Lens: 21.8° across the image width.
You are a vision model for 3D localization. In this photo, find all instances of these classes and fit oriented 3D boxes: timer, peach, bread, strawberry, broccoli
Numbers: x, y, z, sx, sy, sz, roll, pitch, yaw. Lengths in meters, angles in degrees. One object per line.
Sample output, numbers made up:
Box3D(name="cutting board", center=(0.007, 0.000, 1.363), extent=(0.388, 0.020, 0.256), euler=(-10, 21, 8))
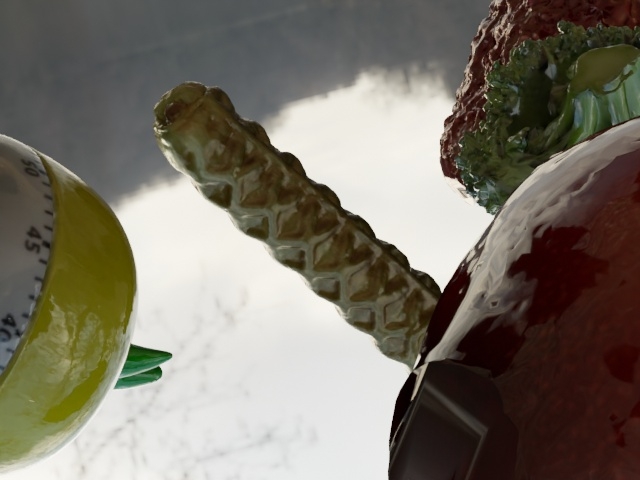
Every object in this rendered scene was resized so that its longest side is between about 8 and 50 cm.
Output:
Box3D(name="timer", center=(-0.235, 0.069, 1.292), extent=(0.285, 0.285, 0.285), euler=(-14, -173, 2))
Box3D(name="peach", center=(0.213, 0.107, 0.866), extent=(0.388, 0.388, 0.388), euler=(-14, -173, 2))
Box3D(name="bread", center=(0.001, -0.001, 1.423), extent=(0.077, 0.367, 0.084), euler=(-43, -160, 14))
Box3D(name="strawberry", center=(0.247, -0.138, 1.594), extent=(0.261, 0.258, 0.261), euler=(20, -173, -3))
Box3D(name="broccoli", center=(0.237, -0.086, 1.331), extent=(0.226, 0.198, 0.176), euler=(-19, 148, 34))
